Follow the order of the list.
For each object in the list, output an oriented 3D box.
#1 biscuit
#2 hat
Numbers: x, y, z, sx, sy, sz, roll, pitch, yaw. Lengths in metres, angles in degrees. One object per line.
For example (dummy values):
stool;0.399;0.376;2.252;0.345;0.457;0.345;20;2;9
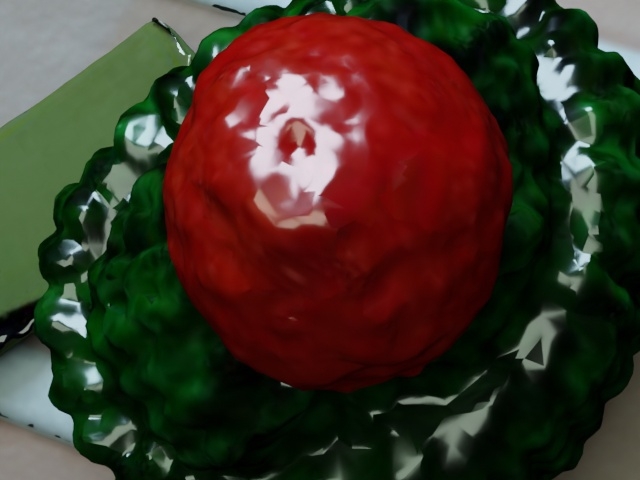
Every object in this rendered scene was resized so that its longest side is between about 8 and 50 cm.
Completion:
biscuit;-0.178;0.020;0.941;0.322;0.038;0.099;-36;71;10
hat;0.000;0.000;0.734;0.242;0.332;0.274;26;87;14
